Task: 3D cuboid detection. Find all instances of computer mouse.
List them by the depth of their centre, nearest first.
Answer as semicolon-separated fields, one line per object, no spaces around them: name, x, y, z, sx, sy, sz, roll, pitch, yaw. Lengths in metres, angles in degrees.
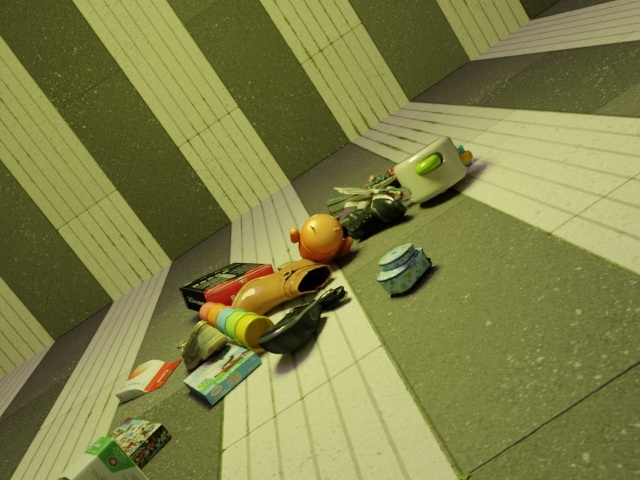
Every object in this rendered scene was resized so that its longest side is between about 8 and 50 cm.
computer mouse;-0.047;0.209;1.665;0.189;0.072;0.272;-27;3;33

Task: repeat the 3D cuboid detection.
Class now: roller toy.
roller toy;0.328;-0.201;1.999;0.209;0.146;0.191;-35;5;-38

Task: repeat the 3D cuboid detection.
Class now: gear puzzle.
gear puzzle;0.310;-0.272;2.400;0.339;0.044;0.175;-27;6;-5

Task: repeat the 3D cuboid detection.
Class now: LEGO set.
LEGO set;0.178;-0.142;2.132;0.245;0.060;0.182;-2;8;-12

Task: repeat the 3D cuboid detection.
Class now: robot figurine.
robot figurine;0.002;0.000;2.020;0.128;0.158;0.219;-41;-12;-18

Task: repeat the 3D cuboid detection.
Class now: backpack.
backpack;0.183;0.065;1.572;0.105;0.084;0.114;-19;23;52

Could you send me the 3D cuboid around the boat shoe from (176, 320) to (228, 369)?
boat shoe;-0.334;0.287;1.899;0.105;0.089;0.285;-40;0;-33

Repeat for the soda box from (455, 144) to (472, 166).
soda box;0.387;-0.249;2.173;0.067;0.071;0.210;-37;14;-15

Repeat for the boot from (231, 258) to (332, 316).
boot;-0.109;0.152;1.946;0.284;0.109;0.220;-33;16;-26

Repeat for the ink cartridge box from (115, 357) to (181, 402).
ink cartridge box;-0.527;0.415;2.092;0.179;0.045;0.145;-29;15;30

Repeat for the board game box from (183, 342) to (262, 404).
board game box;-0.255;0.337;1.749;0.160;0.039;0.211;-40;14;-21

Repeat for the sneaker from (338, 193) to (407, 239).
sneaker;0.150;-0.054;2.070;0.283;0.107;0.124;-10;47;60

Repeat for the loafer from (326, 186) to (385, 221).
loafer;0.131;-0.122;2.361;0.096;0.084;0.268;-5;-5;-42

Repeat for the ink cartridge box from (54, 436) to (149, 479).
ink cartridge box;-0.461;0.523;1.365;0.208;0.153;0.087;-43;16;-34

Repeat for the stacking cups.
stacking cups;-0.236;0.230;1.863;0.096;0.096;0.316;-41;23;-24

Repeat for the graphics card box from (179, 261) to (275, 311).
graphics card box;-0.312;0.156;2.269;0.233;0.094;0.371;-25;11;-24

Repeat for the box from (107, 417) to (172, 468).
box;-0.476;0.510;1.662;0.159;0.044;0.233;-43;17;-33
